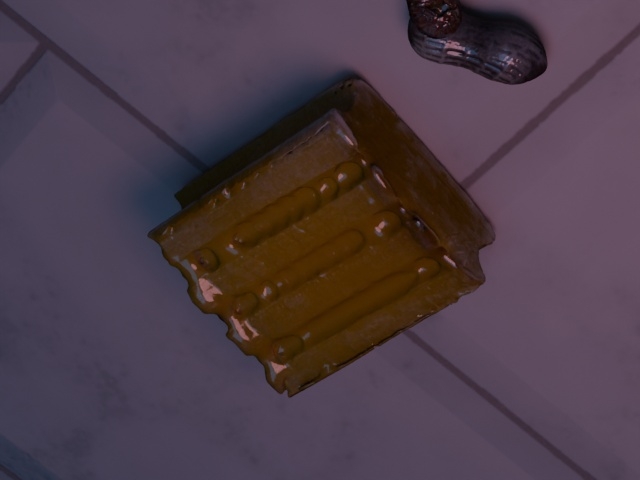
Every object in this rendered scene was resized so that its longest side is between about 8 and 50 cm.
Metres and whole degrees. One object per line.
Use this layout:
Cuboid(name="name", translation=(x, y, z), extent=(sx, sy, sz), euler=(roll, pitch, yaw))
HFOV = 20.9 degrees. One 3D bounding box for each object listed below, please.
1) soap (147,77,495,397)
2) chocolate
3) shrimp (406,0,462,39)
Cuboid(name="soap", translation=(0.000, 0.000, 2.143), extent=(0.335, 0.156, 0.293), euler=(-33, 107, 32))
Cuboid(name="chocolate", translation=(0.180, -0.225, 1.987), extent=(0.167, 0.072, 0.072), euler=(19, 127, 6))
Cuboid(name="shrimp", translation=(0.122, -0.320, 1.927), extent=(0.073, 0.075, 0.190), euler=(-8, 92, -2))
